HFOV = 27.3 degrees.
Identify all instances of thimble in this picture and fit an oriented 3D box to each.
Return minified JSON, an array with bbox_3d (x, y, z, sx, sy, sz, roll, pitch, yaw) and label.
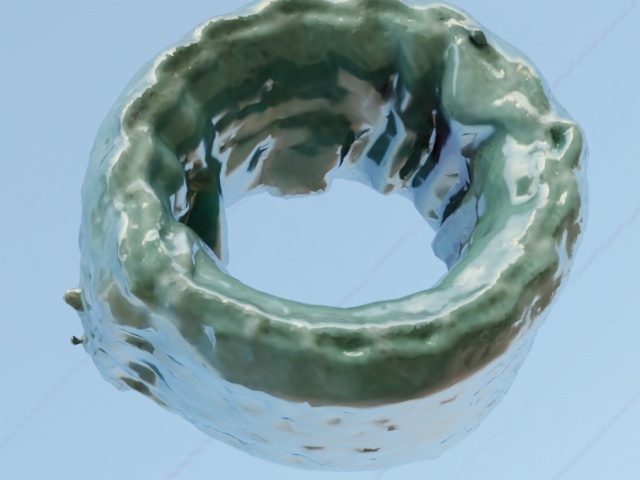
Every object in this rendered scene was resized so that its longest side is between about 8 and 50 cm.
[{"bbox_3d":[0.000,0.000,0.589,0.235,0.198,0.143,-18,-23,-13],"label":"thimble"}]
